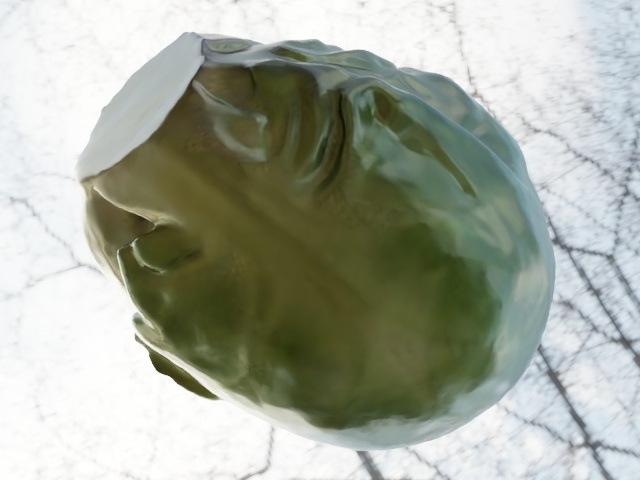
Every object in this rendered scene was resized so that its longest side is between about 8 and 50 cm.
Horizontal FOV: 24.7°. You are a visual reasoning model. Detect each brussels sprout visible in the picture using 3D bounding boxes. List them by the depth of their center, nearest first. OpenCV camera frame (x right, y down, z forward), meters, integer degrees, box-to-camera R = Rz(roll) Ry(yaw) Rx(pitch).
[{"bbox_3d":[0.000,0.000,0.746,0.244,0.244,0.244,6,-78,29],"label":"brussels sprout"}]
